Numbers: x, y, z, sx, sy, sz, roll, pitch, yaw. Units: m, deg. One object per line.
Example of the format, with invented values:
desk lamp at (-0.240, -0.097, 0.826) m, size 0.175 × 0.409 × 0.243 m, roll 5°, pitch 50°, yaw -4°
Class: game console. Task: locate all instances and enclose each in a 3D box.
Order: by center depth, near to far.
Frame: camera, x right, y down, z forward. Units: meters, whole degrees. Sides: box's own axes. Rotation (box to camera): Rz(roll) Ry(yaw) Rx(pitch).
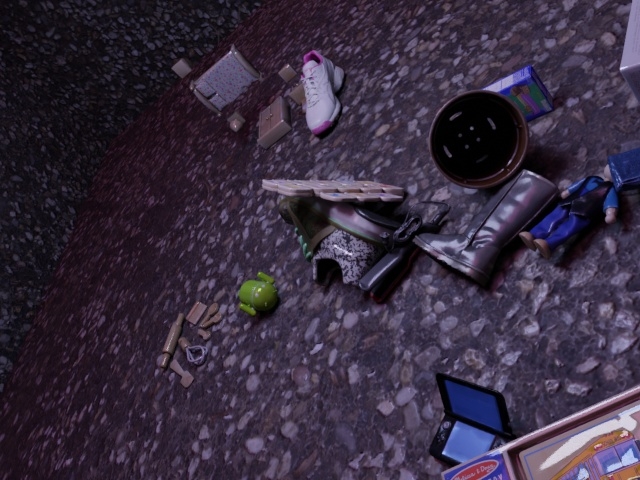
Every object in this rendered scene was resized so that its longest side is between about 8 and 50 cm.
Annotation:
game console at (0.200, 0.258, 0.859) m, size 0.122 × 0.071 × 0.107 m, roll 6°, pitch 61°, yaw 54°

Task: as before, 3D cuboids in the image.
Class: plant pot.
plant pot at (0.279, -0.186, 1.122) m, size 0.167 × 0.167 × 0.165 m, roll -41°, pitch 3°, yaw 14°

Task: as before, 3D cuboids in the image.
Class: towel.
towel at (0.485, -0.113, 0.897) m, size 0.119 × 0.029 × 0.067 m, roll -15°, pitch 52°, yaw 19°

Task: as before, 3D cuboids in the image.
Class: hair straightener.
hair straightener at (0.155, 0.009, 1.164) m, size 0.230 × 0.089 × 0.047 m, roll -46°, pitch 35°, yaw 4°

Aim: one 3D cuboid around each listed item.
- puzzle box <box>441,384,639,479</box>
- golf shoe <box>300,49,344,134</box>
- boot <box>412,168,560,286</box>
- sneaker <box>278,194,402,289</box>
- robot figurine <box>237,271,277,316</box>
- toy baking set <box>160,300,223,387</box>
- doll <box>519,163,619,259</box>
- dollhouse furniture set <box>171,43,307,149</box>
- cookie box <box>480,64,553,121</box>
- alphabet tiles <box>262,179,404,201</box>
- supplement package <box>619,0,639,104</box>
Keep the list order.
puzzle box at (0.336, 0.300, 0.644) m, size 0.408 × 0.052 × 0.272 m, roll -35°, pitch 38°, yaw 23°
golf shoe at (-0.013, -0.434, 1.802) m, size 0.115 × 0.140 × 0.306 m, roll -27°, pitch 40°, yaw 31°
boot at (0.281, -0.038, 1.070) m, size 0.189 × 0.076 × 0.209 m, roll 31°, pitch 89°, yaw 45°
sneaker at (0.000, 0.000, 1.336) m, size 0.410 × 0.158 × 0.182 m, roll 18°, pitch 86°, yaw 61°
robot figurine at (-0.144, 0.128, 1.436) m, size 0.115 × 0.067 × 0.101 m, roll 4°, pitch 58°, yaw 53°
toy baking set at (-0.338, 0.256, 1.579) m, size 0.196 × 0.030 × 0.256 m, roll -18°, pitch 43°, yaw 41°
doll at (0.404, -0.050, 0.954) m, size 0.189 × 0.046 × 0.129 m, roll -42°, pitch 25°, yaw 0°
dollhouse furniture set at (-0.235, -0.479, 1.921) m, size 0.303 × 0.355 × 0.174 m, roll -35°, pitch 35°, yaw 22°
cookie box at (0.374, -0.268, 1.182) m, size 0.107 × 0.092 × 0.040 m, roll -23°, pitch 37°, yaw 38°
alphabet tiles at (0.029, -0.111, 1.305) m, size 0.278 × 0.283 × 0.021 m, roll 21°, pitch 111°, yaw 57°
supplement package at (0.592, -0.274, 0.828) m, size 0.292 × 0.177 × 0.175 m, roll -11°, pitch 48°, yaw 47°
